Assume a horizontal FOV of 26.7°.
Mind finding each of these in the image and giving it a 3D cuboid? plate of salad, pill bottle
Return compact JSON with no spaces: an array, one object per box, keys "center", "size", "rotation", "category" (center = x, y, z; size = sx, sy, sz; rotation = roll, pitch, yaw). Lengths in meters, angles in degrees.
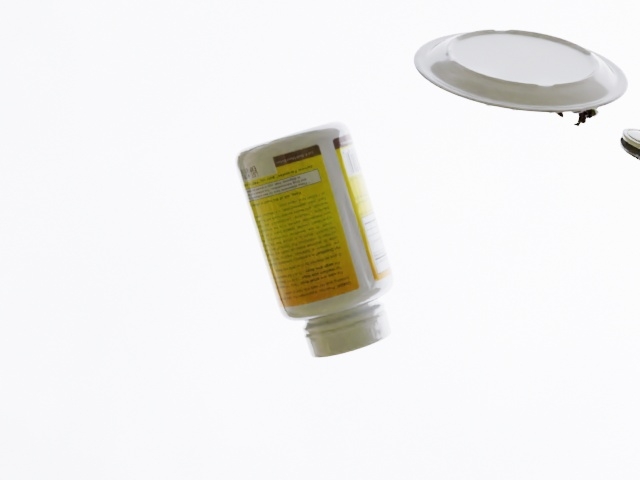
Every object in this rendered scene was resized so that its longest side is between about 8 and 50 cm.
[{"center":[0.185,-0.152,1.259],"size":[0.200,0.200,0.048],"rotation":[29,-54,37],"category":"plate of salad"},{"center":[0.000,0.000,1.305],"size":[0.117,0.117,0.215],"rotation":[-13,-85,38],"category":"pill bottle"}]

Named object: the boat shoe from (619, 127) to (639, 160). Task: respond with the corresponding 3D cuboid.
[{"center":[0.310,-0.060,1.173],"size":[0.038,0.125,0.046],"rotation":[-59,-159,31],"category":"boat shoe"}]
